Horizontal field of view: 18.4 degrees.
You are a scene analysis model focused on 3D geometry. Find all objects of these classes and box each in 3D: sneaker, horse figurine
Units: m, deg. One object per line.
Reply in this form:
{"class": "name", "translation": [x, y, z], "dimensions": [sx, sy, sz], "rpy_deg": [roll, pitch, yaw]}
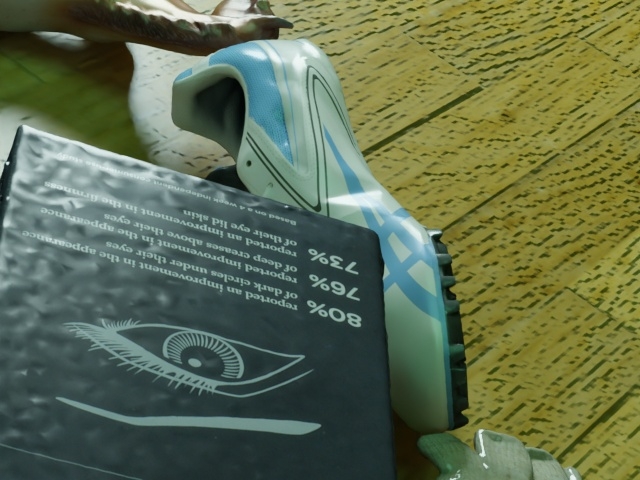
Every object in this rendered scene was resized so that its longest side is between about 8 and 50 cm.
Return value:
{"class": "sneaker", "translation": [0.000, 0.000, 0.888], "dimensions": [0.086, 0.085, 0.237], "rpy_deg": [-18, 49, -14]}
{"class": "horse figurine", "translation": [-0.158, -0.149, 0.998], "dimensions": [0.263, 0.066, 0.174], "rpy_deg": [12, 29, -22]}

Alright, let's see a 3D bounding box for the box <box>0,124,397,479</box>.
{"class": "box", "translation": [-0.061, 0.073, 0.708], "dimensions": [0.153, 0.108, 0.207], "rpy_deg": [17, 34, -12]}

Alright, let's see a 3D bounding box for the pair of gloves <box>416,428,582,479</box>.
{"class": "pair of gloves", "translation": [0.146, 0.162, 0.779], "dimensions": [0.240, 0.042, 0.204], "rpy_deg": [12, 32, -22]}
